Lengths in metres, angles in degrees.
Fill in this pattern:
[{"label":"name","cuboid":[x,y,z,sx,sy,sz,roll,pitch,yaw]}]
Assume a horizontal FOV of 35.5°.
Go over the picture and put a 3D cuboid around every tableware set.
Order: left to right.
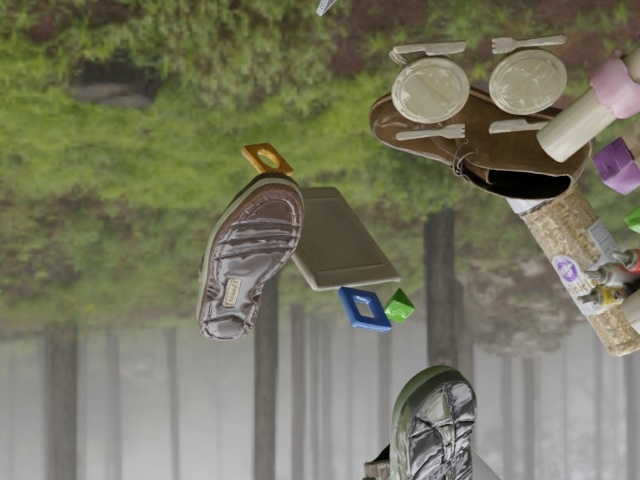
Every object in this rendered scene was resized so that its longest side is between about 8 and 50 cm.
[{"label":"tableware set","cuboid":[0.175,-0.179,1.120,0.194,0.128,0.039,-4,-137,2]}]

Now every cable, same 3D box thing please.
[{"label":"cable","cuboid":[0.510,0.051,1.433,0.287,0.072,0.139,0,140,-29]}]

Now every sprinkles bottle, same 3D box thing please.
[{"label":"sprinkles bottle","cuboid":[0.463,0.027,1.750,0.121,0.355,0.121,-34,-178,1]}]

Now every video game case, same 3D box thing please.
[{"label":"video game case","cuboid":[0.033,-0.354,1.367,0.011,0.087,0.122,43,174,-4]}]

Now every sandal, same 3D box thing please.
[{"label":"sandal","cuboid":[0.096,0.230,1.046,0.120,0.303,0.086,-26,-134,-33]}]

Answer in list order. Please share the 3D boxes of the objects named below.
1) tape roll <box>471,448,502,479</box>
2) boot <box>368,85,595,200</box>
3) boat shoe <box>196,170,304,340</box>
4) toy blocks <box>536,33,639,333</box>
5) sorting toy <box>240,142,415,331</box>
[{"label":"tape roll","cuboid":[0.169,0.461,1.628,0.286,0.100,0.286,-44,-176,4]},{"label":"boot","cuboid":[0.195,-0.127,1.312,0.305,0.112,0.115,12,-132,21]},{"label":"boat shoe","cuboid":[-0.092,0.003,1.136,0.095,0.095,0.257,10,135,-21]},{"label":"toy blocks","cuboid":[0.433,-0.061,0.987,0.309,0.288,0.260,17,132,-39]},{"label":"sorting toy","cuboid":[0.000,0.000,1.392,0.196,0.348,0.047,-1,138,-48]}]
